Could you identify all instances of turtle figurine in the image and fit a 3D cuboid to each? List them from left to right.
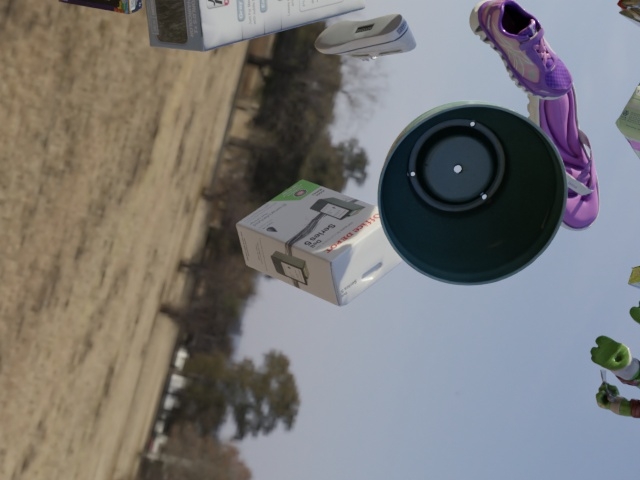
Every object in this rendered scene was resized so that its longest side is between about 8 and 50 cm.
[{"bbox_3d":[0.530,0.191,1.772,0.266,0.198,0.274,46,35,-44],"label":"turtle figurine"}]

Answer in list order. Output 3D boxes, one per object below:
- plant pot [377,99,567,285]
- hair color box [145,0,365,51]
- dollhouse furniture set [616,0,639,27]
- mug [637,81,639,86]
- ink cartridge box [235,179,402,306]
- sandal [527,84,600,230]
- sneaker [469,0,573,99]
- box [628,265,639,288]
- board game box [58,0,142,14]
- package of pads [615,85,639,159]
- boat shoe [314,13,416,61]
[{"bbox_3d":[0.232,-0.098,1.740,0.196,0.293,0.293,-92,-162,-70],"label":"plant pot"},{"bbox_3d":[-0.088,-0.403,1.567,0.374,0.114,0.185,-27,121,-47],"label":"hair color box"},{"bbox_3d":[0.535,-0.420,1.524,0.259,0.262,0.135,-56,180,10],"label":"dollhouse furniture set"},{"bbox_3d":[0.772,-0.292,2.352,0.129,0.097,0.157,-52,-134,48],"label":"mug"},{"bbox_3d":[0.000,0.000,2.145,0.198,0.273,0.114,-36,130,-33],"label":"ink cartridge box"},{"bbox_3d":[0.575,-0.193,2.495,0.102,0.169,0.416,26,-37,58],"label":"sandal"},{"bbox_3d":[0.382,-0.358,1.980,0.095,0.236,0.104,-48,-172,-19],"label":"sneaker"},{"bbox_3d":[0.656,0.080,2.034,0.178,0.109,0.042,93,18,-84],"label":"box"},{"bbox_3d":[-0.368,-0.471,1.778,0.048,0.141,0.170,-47,147,-55],"label":"board game box"},{"bbox_3d":[0.661,-0.132,1.815,0.229,0.296,0.101,27,-95,42],"label":"package of pads"},{"bbox_3d":[0.096,-0.430,2.356,0.258,0.084,0.095,6,-123,47],"label":"boat shoe"}]
